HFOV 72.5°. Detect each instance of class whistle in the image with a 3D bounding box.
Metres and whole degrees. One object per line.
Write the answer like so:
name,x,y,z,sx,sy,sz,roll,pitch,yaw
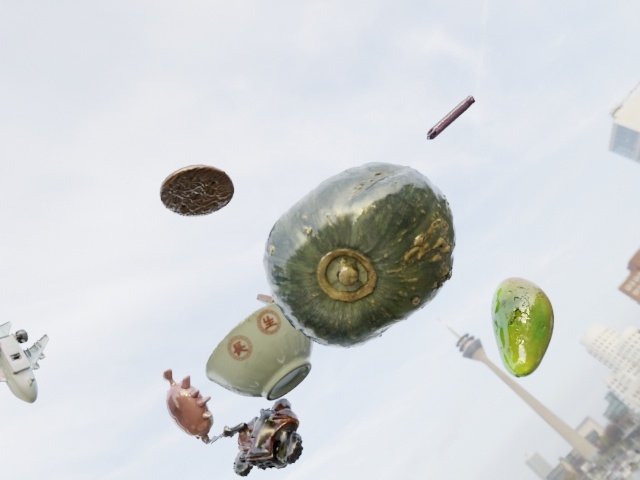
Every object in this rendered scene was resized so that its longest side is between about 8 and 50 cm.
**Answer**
whistle,0.385,-0.363,1.298,0.176,0.033,0.033,-41,-38,9

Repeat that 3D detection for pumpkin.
pumpkin,0.075,0.023,0.755,0.328,0.257,0.291,-26,-74,13

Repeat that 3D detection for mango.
mango,0.415,0.173,0.899,0.125,0.111,0.232,96,-171,-47

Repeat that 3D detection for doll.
doll,-0.425,0.525,1.386,0.211,0.262,0.093,-46,-14,35

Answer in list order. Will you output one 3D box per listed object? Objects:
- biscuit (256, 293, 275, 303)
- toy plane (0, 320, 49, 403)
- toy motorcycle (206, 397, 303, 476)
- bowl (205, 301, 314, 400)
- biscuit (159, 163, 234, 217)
biscuit,-0.111,0.272,1.695,0.043,0.302,0.278,-63,-4,-15
toy plane,-0.811,0.314,1.139,0.101,0.255,0.251,-52,-16,24
toy motorcycle,-0.194,0.600,1.326,0.401,0.207,0.134,-34,-59,32
bowl,-0.128,0.329,1.194,0.337,0.157,0.337,-31,-31,-21
biscuit,-0.311,-0.121,1.111,0.188,0.027,0.187,-13,-33,-9
